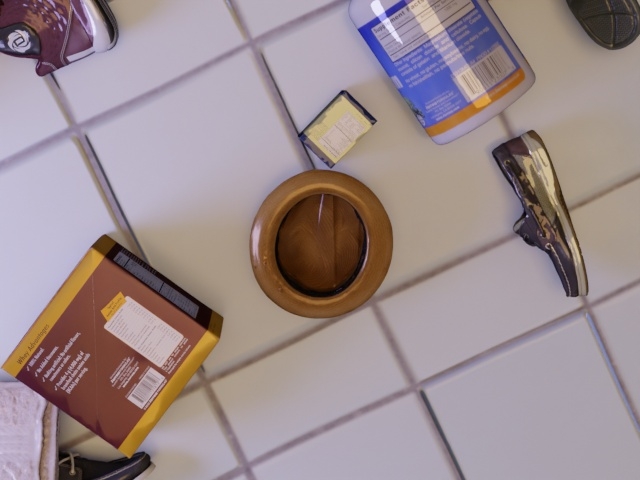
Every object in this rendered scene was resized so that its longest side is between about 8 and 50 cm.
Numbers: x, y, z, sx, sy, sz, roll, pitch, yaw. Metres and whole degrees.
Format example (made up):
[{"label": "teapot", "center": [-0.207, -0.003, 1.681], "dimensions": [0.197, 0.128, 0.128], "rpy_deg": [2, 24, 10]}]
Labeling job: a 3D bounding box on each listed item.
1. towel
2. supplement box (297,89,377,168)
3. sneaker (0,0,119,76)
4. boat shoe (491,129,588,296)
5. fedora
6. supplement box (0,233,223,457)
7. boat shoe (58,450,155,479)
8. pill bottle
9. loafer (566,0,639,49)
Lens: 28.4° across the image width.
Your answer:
[{"label": "towel", "center": [-0.468, 0.274, 1.601], "dimensions": [0.282, 0.049, 0.187], "rpy_deg": [-4, 71, 2]}, {"label": "supplement box", "center": [0.020, -0.140, 1.591], "dimensions": [0.056, 0.083, 0.083], "rpy_deg": [44, 93, -6]}, {"label": "sneaker", "center": [-0.380, -0.326, 1.542], "dimensions": [0.163, 0.106, 0.281], "rpy_deg": [-29, 98, 5]}, {"label": "boat shoe", "center": [0.281, -0.028, 1.625], "dimensions": [0.073, 0.080, 0.223], "rpy_deg": [-19, 93, 6]}, {"label": "fedora", "center": [0.000, 0.000, 1.612], "dimensions": [0.194, 0.079, 0.194], "rpy_deg": [0, 105, -2]}, {"label": "supplement box", "center": [-0.257, 0.129, 1.592], "dimensions": [0.194, 0.129, 0.191], "rpy_deg": [37, 95, -6]}, {"label": "boat shoe", "center": [-0.330, 0.311, 1.636], "dimensions": [0.233, 0.084, 0.079], "rpy_deg": [-16, 98, 3]}, {"label": "pill bottle", "center": [0.129, -0.266, 1.546], "dimensions": [0.152, 0.152, 0.272], "rpy_deg": [-35, 97, 2]}, {"label": "loafer", "center": [0.321, -0.363, 1.589], "dimensions": [0.096, 0.084, 0.267], "rpy_deg": [-27, 95, 30]}]
